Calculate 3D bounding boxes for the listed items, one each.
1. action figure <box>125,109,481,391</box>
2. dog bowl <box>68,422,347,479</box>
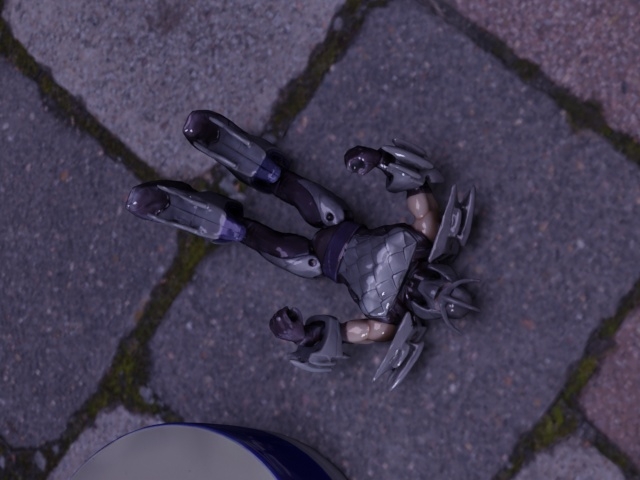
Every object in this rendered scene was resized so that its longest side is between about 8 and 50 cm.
[{"bbox_3d":[0.000,0.000,1.450,0.285,0.099,0.185,26,86,28],"label":"action figure"},{"bbox_3d":[-0.087,0.269,1.446,0.264,0.104,0.265,-6,77,30],"label":"dog bowl"}]
